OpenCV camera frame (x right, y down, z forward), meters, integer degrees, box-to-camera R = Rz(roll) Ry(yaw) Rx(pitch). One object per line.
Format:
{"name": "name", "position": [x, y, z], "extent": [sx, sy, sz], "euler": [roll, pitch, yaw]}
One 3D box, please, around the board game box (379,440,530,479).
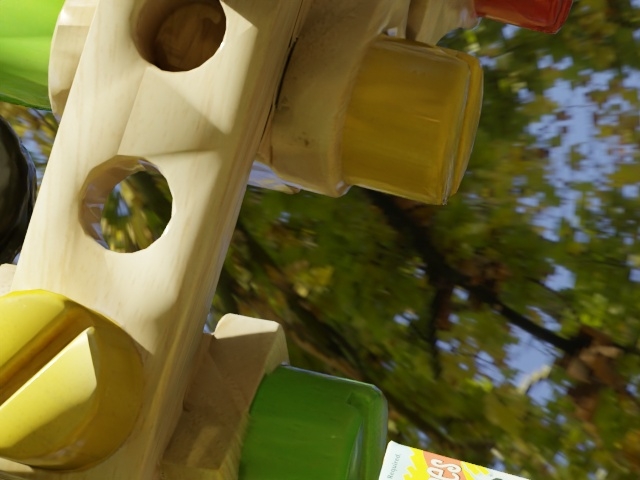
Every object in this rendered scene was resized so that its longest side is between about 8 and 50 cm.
{"name": "board game box", "position": [0.145, 0.240, 1.090], "extent": [0.275, 0.144, 0.142], "euler": [14, -48, 8]}

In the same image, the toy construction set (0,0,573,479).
{"name": "toy construction set", "position": [0.000, 0.000, 0.428], "extent": [0.309, 0.237, 0.257], "euler": [39, -99, 17]}
